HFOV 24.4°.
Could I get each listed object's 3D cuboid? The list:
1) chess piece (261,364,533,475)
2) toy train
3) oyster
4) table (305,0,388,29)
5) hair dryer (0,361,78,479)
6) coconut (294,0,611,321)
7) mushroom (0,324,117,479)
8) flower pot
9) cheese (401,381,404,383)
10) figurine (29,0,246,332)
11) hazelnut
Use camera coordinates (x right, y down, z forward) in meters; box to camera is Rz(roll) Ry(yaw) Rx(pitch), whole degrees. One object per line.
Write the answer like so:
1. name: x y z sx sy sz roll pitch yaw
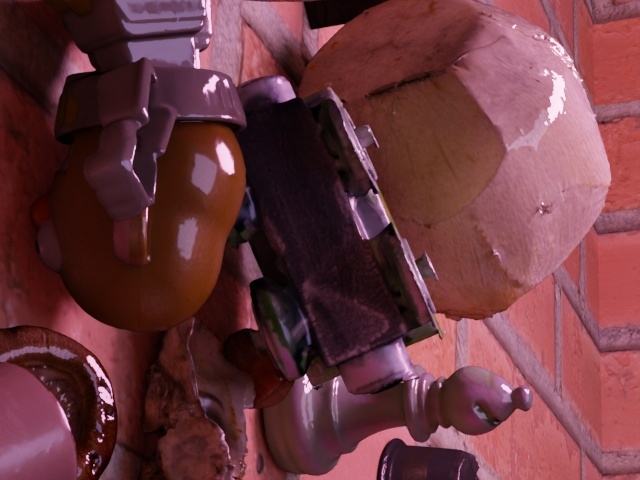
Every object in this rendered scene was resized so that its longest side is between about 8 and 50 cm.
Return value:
1. chess piece: 0.085 0.170 1.526 0.139 0.272 0.139 -5 90 -68
2. toy train: 0.000 0.000 1.387 0.249 0.173 0.307 25 41 -84
3. oyster: -0.111 0.156 1.289 0.161 0.107 0.232 51 19 -47
4. table: 0.077 -0.373 1.799 0.193 0.172 0.169 -52 132 -61
5. hair dryer: -0.242 0.258 0.884 0.189 0.107 0.344 -21 117 -50
6. coconut: 0.151 -0.082 1.678 0.360 0.346 0.346 58 32 -34
7. mushroom: -0.217 0.123 1.017 0.171 0.080 0.135 17 53 -50
8. flower pot: 0.144 0.327 1.876 0.157 0.107 0.157 -6 90 -68
9. cheese: 0.090 0.176 1.879 0.083 0.030 0.044 42 52 -53
10. figurine: -0.141 -0.071 1.146 0.342 0.167 0.284 0 83 -70
11. hazelnut: -0.062 0.124 1.439 0.086 0.086 0.086 -6 90 -69
